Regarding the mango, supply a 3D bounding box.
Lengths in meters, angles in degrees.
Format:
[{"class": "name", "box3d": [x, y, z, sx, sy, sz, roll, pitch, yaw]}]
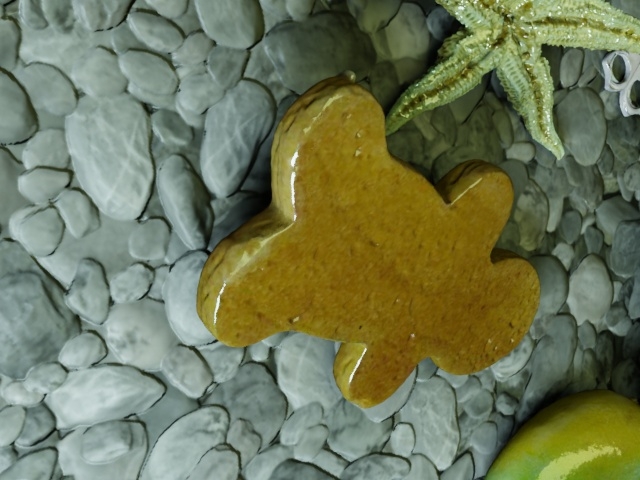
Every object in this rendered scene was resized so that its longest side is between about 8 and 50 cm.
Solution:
[{"class": "mango", "box3d": [0.299, 0.270, 0.902, 0.251, 0.114, 0.156, -14, 114, -16]}]

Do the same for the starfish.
[{"class": "starfish", "box3d": [0.202, -0.208, 0.777, 0.347, 0.078, 0.358, -26, 139, -5]}]

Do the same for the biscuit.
[{"class": "biscuit", "box3d": [0.078, 0.032, 0.744, 0.432, 0.064, 0.283, 22, 102, -42]}]

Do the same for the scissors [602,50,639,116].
[{"class": "scissors", "box3d": [0.422, -0.250, 0.958, 0.100, 0.015, 0.189, 40, 75, -25]}]
